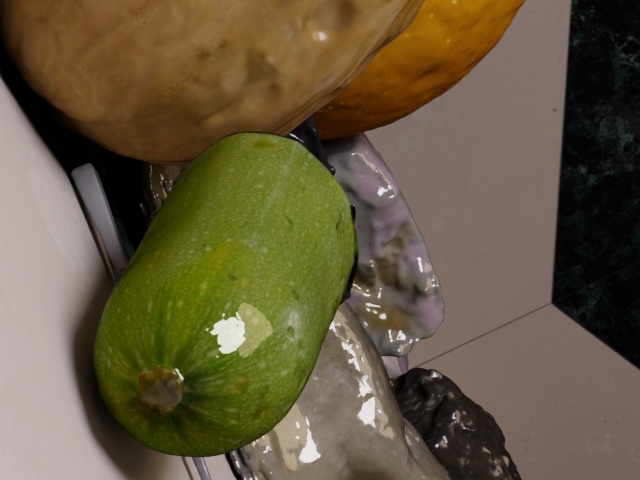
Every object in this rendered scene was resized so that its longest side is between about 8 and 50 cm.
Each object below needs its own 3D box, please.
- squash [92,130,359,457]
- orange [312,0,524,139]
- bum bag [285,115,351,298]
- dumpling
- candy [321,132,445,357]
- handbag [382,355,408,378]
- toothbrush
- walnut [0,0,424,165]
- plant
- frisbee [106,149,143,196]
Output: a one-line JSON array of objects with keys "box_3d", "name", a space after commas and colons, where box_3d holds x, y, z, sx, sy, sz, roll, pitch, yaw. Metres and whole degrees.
[{"box_3d": [-0.041, 0.030, 0.612, 0.095, 0.095, 0.188, 64, 18, -15], "name": "squash"}, {"box_3d": [0.008, -0.230, 1.055, 0.293, 0.340, 0.340, 20, 17, -14], "name": "orange"}, {"box_3d": [-0.054, -0.069, 0.885, 0.248, 0.060, 0.123, 50, -25, 3], "name": "bum bag"}, {"box_3d": [-0.002, 0.087, 0.835, 0.332, 0.086, 0.166, 60, 5, -17], "name": "dumpling"}, {"box_3d": [0.000, 0.000, 1.182, 0.184, 0.137, 0.195, 63, 1, -21], "name": "candy"}, {"box_3d": [0.040, 0.079, 1.654, 0.117, 0.095, 0.173, 86, -18, -88], "name": "handbag"}, {"box_3d": [-0.069, 0.050, 0.678, 0.194, 0.017, 0.014, 63, -4, 21], "name": "toothbrush"}, {"box_3d": [-0.044, -0.136, 0.718, 0.193, 0.225, 0.193, 43, -2, 2], "name": "walnut"}, {"box_3d": [0.103, 0.202, 1.321, 0.194, 0.132, 0.129, 55, 11, -43], "name": "plant"}, {"box_3d": [-0.078, 0.014, 0.896, 0.211, 0.012, 0.187, 58, 8, -68], "name": "frisbee"}]
